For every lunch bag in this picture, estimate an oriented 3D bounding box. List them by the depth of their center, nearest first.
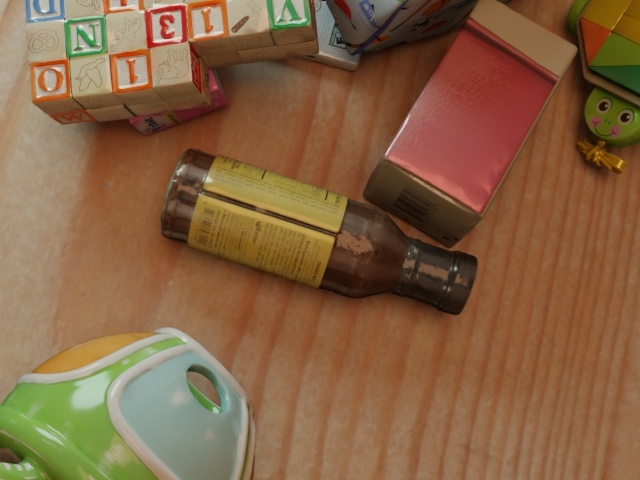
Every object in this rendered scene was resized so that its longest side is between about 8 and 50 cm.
[{"bbox_3d":[0.161,-0.323,1.060,0.303,0.243,0.115,-27,89,-20],"label":"lunch bag"}]

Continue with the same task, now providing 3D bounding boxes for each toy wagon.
[{"bbox_3d":[0.409,-0.237,1.091,0.267,0.068,0.344,40,101,40],"label":"toy wagon"}]

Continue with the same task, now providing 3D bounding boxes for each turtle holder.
[{"bbox_3d":[-0.157,0.228,0.908,0.320,0.243,0.227,35,58,12],"label":"turtle holder"}]

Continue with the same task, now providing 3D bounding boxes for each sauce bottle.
[{"bbox_3d":[0.000,0.000,1.044,0.344,0.111,0.112,20,75,-1],"label":"sauce bottle"}]

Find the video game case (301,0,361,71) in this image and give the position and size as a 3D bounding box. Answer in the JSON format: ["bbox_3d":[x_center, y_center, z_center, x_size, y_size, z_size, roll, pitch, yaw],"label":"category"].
[{"bbox_3d":[-0.028,-0.338,1.166,0.206,0.026,0.227,15,76,-3],"label":"video game case"}]

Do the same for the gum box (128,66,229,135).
[{"bbox_3d":[-0.190,-0.230,1.091,0.107,0.062,0.189,-21,80,3],"label":"gum box"}]

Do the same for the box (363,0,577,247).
[{"bbox_3d":[0.165,-0.131,1.073,0.126,0.148,0.232,31,74,2],"label":"box"}]

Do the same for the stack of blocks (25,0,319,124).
[{"bbox_3d":[-0.155,-0.233,1.010,0.297,0.087,0.171,-7,81,4],"label":"stack of blocks"}]
